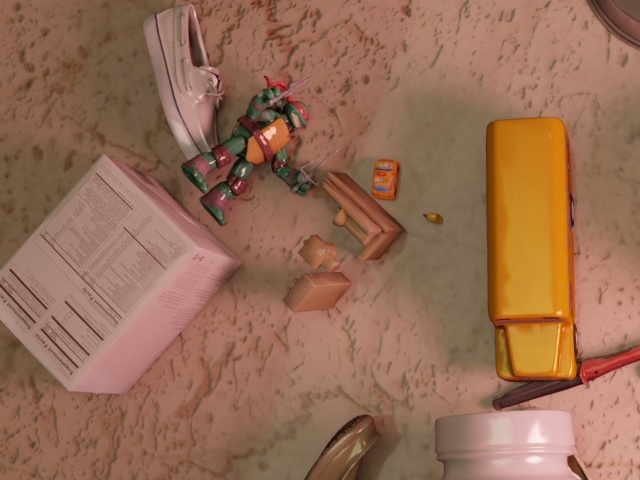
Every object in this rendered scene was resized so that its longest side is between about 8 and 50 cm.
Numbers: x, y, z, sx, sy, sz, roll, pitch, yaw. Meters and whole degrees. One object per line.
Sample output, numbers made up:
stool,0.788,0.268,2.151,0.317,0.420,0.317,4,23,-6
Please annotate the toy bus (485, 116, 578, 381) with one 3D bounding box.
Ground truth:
toy bus,0.279,0.015,1.843,0.108,0.130,0.332,-2,77,14

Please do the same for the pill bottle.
pill bottle,0.237,0.420,1.721,0.229,0.229,0.407,-5,78,14

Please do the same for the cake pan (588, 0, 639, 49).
cake pan,0.496,-0.394,1.888,0.293,0.054,0.293,-2,83,14

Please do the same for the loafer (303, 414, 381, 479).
loafer,0.012,0.354,1.893,0.092,0.102,0.268,34,105,5

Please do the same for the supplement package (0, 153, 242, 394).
supplement package,-0.289,0.053,1.951,0.198,0.199,0.262,43,94,16

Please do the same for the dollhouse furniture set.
dollhouse furniture set,0.000,0.000,1.929,0.123,0.144,0.151,45,109,20

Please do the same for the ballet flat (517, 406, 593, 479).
ballet flat,0.316,0.287,1.844,0.057,0.052,0.168,-39,75,6

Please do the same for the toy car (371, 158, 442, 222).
toy car,0.122,-0.073,1.946,0.122,0.040,0.060,25,89,16

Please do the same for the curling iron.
curling iron,0.361,0.185,1.855,0.274,0.035,0.068,-14,80,12

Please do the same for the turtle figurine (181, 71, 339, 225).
turtle figurine,-0.078,-0.133,1.969,0.234,0.175,0.118,-39,30,-11

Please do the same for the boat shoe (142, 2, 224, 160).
boat shoe,-0.183,-0.224,2.015,0.084,0.095,0.258,-22,79,15
